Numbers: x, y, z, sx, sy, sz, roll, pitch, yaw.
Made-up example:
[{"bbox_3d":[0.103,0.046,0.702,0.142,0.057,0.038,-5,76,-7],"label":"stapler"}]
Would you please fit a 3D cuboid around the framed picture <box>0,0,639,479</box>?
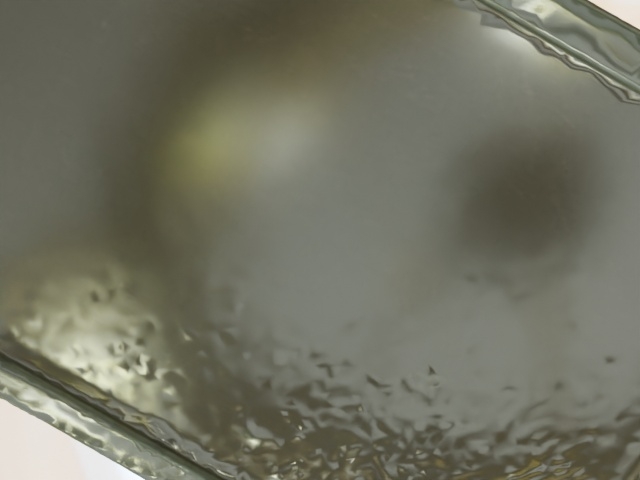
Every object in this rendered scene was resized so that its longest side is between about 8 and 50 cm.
[{"bbox_3d":[0.000,0.000,0.458,0.252,0.197,0.014,30,-153,0],"label":"framed picture"}]
